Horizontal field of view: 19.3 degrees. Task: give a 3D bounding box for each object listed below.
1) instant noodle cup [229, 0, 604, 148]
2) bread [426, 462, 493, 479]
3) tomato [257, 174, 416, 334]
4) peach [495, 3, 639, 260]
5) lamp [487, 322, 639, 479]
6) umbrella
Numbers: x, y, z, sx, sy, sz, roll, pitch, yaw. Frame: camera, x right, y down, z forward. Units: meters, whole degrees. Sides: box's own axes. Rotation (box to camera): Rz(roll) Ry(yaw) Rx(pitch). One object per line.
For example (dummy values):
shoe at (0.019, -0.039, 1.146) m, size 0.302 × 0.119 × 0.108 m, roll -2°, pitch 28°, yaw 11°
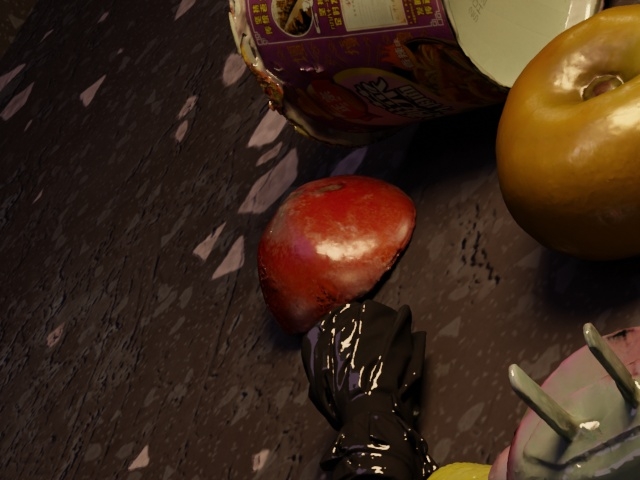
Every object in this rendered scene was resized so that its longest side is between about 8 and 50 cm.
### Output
instant noodle cup at (0.113, -0.259, 1.913) m, size 0.266 × 0.340 × 0.340 m, roll 3°, pitch 56°, yaw 49°
bread at (0.127, 0.226, 1.411) m, size 0.114 × 0.111 × 0.129 m, roll -9°, pitch 50°, yaw 45°
tomato at (0.000, 0.000, 1.956) m, size 0.189 × 0.099 × 0.173 m, roll -41°, pitch 23°, yaw 15°
peach at (0.264, -0.097, 1.601) m, size 0.251 × 0.153 × 0.251 m, roll -22°, pitch 39°, yaw 20°
lamp at (0.211, 0.177, 1.166) m, size 0.247 × 0.247 × 0.301 m, roll -33°, pitch 33°, yaw 22°
umbrella at (0.051, 0.183, 1.621) m, size 0.118 × 0.118 × 0.340 m, roll -38°, pitch 36°, yaw 24°
